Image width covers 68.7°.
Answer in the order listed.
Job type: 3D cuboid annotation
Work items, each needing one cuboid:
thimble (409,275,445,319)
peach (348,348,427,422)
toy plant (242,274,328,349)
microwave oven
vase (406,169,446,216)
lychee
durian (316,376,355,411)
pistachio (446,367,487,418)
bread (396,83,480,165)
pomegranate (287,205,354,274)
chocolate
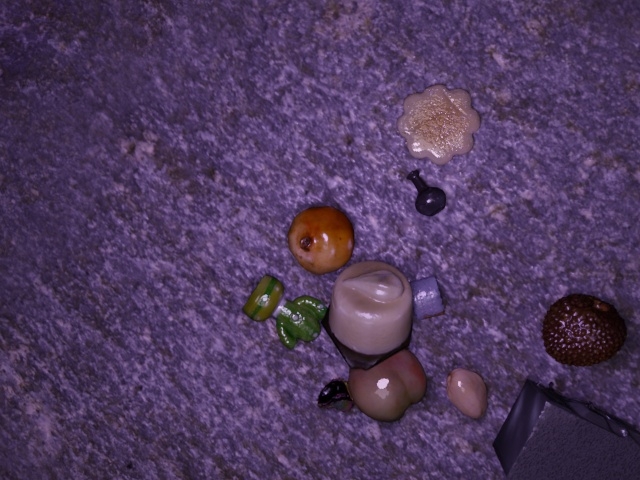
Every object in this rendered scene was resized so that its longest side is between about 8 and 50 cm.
[{"bbox_3d":[0.397,0.217,1.768,0.118,0.127,0.151,-15,90,10],"label":"thimble"},{"bbox_3d":[0.241,0.515,1.744,0.292,0.247,0.292,0,82,2],"label":"peach"},{"bbox_3d":[-0.134,0.286,1.836,0.316,0.184,0.224,31,79,-5],"label":"toy plant"},{"bbox_3d":[0.909,0.751,1.674,0.432,0.236,0.374,25,95,6],"label":"microwave oven"},{"bbox_3d":[0.391,-0.183,1.760,0.120,0.120,0.183,-31,74,9],"label":"vase"},{"bbox_3d":[0.913,0.323,1.649,0.267,0.267,0.267,0,94,8],"label":"lychee"},{"bbox_3d":[0.085,0.619,1.865,0.186,0.119,0.108,-27,128,33],"label":"durian"},{"bbox_3d":[0.561,0.576,1.772,0.145,0.117,0.200,-37,89,4],"label":"pistachio"},{"bbox_3d":[0.444,-0.438,1.761,0.316,0.054,0.316,0,92,7],"label":"bread"},{"bbox_3d":[0.000,0.000,1.749,0.264,0.264,0.264,0,94,8],"label":"pomegranate"},{"bbox_3d":[0.165,0.228,1.664,0.326,0.297,0.314,-27,49,-9],"label":"chocolate"}]
